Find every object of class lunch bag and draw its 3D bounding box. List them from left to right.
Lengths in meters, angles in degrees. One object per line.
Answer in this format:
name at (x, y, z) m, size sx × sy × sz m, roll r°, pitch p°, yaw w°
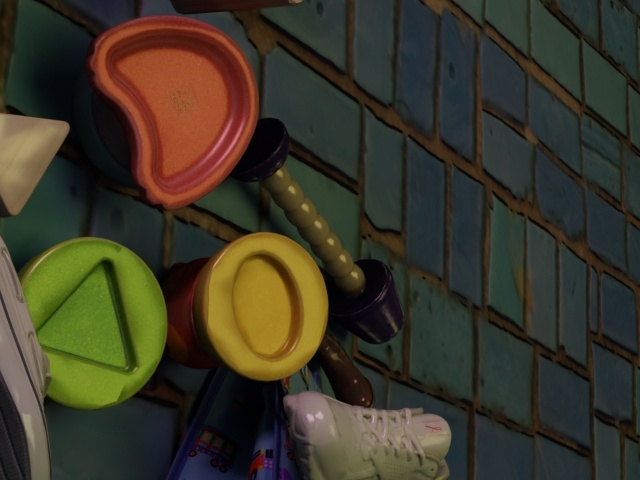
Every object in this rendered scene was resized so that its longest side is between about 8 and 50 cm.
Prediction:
lunch bag at (-0.032, 0.226, 1.484) m, size 0.221 × 0.138 × 0.293 m, roll 59°, pitch 24°, yaw -31°

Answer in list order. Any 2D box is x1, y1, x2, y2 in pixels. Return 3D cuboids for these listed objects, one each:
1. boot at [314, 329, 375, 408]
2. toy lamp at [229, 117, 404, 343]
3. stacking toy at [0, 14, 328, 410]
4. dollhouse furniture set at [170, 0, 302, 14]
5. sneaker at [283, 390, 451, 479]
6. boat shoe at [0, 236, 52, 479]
boot at (0.001, 0.106, 1.598) m, size 0.106 × 0.037 × 0.114 m, roll 53°, pitch 1°, yaw 44°
toy lamp at (0.000, 0.000, 1.621) m, size 0.274 × 0.080 × 0.080 m, roll 54°, pitch 39°, yaw -36°
stacking toy at (-0.164, -0.012, 1.357) m, size 0.279 × 0.130 × 0.309 m, roll -19°, pitch 97°, yaw -34°
dollhouse furniture set at (-0.065, -0.413, 1.326) m, size 0.256 × 0.362 × 0.394 m, roll -39°, pitch 115°, yaw -27°
sneaker at (0.046, 0.163, 1.385) m, size 0.232 × 0.115 × 0.090 m, roll 44°, pitch 27°, yaw -65°
boat shoe at (-0.222, 0.095, 1.195) m, size 0.076 × 0.083 × 0.226 m, roll -17°, pitch 97°, yaw -59°
